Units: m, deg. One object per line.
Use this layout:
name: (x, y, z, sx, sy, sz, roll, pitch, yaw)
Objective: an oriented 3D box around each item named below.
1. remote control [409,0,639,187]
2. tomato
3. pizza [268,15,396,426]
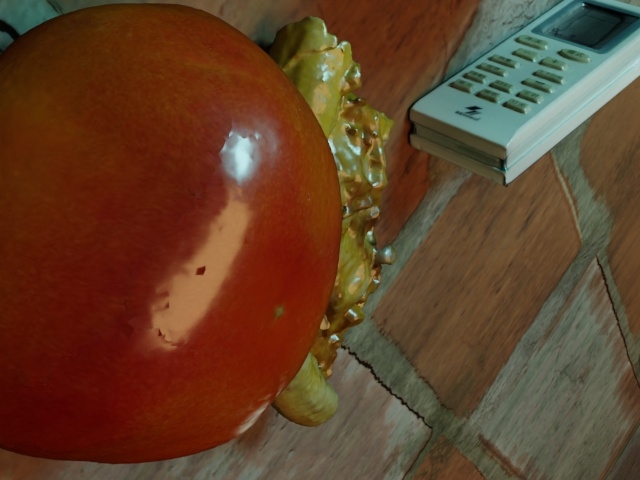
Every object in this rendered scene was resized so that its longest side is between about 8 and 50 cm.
remote control: (0.208, -0.151, 0.849, 0.277, 0.103, 0.055, -37, 139, -31)
tomato: (-0.090, 0.006, 0.503, 0.260, 0.180, 0.260, -36, 141, -36)
pizza: (0.000, 0.000, 0.708, 0.182, 0.074, 0.365, -31, 136, -46)
